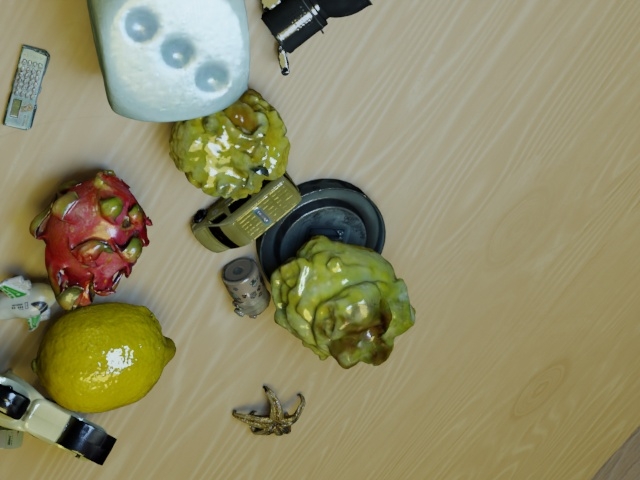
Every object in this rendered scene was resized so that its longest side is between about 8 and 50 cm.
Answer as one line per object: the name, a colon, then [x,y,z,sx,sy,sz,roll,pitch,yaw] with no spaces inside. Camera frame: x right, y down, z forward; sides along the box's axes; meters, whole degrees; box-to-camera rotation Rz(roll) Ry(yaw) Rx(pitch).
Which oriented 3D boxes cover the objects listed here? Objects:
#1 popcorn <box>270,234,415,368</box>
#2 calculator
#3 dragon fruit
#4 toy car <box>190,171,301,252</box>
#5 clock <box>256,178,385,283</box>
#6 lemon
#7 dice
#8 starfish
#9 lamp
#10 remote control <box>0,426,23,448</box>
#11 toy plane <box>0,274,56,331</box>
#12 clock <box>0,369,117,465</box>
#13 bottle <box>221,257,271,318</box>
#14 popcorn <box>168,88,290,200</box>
popcorn: [0.040,0.139,1.933,0.312,0.312,0.312,-10,124,-15]
calculator: [-0.574,-0.295,1.654,0.057,0.018,0.172,13,117,-26]
dragon fruit: [-0.467,0.007,1.763,0.243,0.227,0.307,-13,128,-8]
toy car: [-0.167,-0.062,1.897,0.257,0.124,0.101,-39,125,5]
clock: [-0.001,0.000,2.040,0.319,0.066,0.318,-10,124,-16]
lemon: [-0.485,0.260,1.908,0.320,0.245,0.245,-8,124,-22]
dice: [-0.283,-0.388,1.554,0.263,0.264,0.268,-10,125,-15]
starfish: [-0.139,0.466,2.287,0.190,0.074,0.146,7,124,-23]
lamp: [-0.033,-0.468,1.692,0.227,0.147,0.172,-34,114,12]
remote control: [-0.809,0.475,2.054,0.166,0.029,0.065,5,119,-19]
toy plane: [-0.662,0.142,1.854,0.174,0.080,0.174,-10,139,-9]
clock: [-0.649,0.402,1.935,0.379,0.276,0.120,45,65,-37]
bottle: [-0.173,0.125,2.037,0.099,0.099,0.152,-24,130,-5]
popcorn: [-0.186,-0.196,1.743,0.249,0.225,0.249,-7,121,-11]
